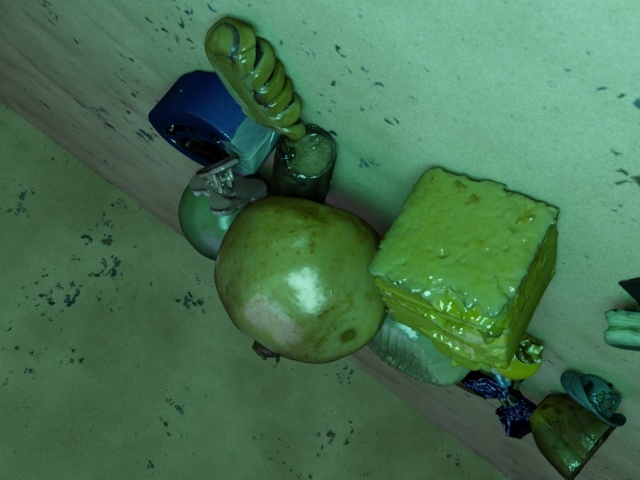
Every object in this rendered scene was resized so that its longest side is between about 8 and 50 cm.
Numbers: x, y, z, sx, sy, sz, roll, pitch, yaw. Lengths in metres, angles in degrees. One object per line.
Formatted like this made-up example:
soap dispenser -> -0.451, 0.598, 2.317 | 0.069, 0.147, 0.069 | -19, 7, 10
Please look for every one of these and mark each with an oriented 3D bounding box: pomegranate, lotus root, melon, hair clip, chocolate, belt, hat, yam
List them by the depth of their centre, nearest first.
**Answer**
pomegranate -> -0.039, 0.085, 1.062 | 0.338, 0.338, 0.338 | 32, 163, 11
hair clip -> -0.189, -0.104, 1.126 | 0.138, 0.123, 0.102 | -6, 110, 52
yam -> -0.041, -0.124, 1.165 | 0.131, 0.131, 0.280 | 34, 163, 5
belt -> -0.229, -0.241, 1.215 | 0.347, 0.117, 0.212 | 16, 154, 50
hat -> 0.607, 0.339, 1.258 | 0.138, 0.078, 0.191 | 43, -177, 4
lotus root -> 0.613, 0.471, 1.437 | 0.180, 0.188, 0.199 | 42, 171, 32
melon -> -0.236, -0.069, 1.474 | 0.308, 0.272, 0.272 | 14, 154, 37
chocolate -> 0.512, 0.431, 1.569 | 0.343, 0.148, 0.126 | 46, 178, -21

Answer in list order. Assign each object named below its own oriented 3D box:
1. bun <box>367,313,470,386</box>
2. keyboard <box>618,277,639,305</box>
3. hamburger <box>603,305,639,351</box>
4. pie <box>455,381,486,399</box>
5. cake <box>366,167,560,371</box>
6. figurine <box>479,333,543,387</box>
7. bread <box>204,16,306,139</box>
bun -> 0.193, 0.158, 1.284 | 0.362, 0.234, 0.326 | 24, 163, 40
keyboard -> 0.503, 0.065, 0.797 | 0.060, 0.018, 0.195 | 43, 164, -2
hamburger -> 0.504, 0.138, 0.871 | 0.133, 0.062, 0.140 | 15, 165, -24
pie -> 0.438, 0.393, 1.748 | 0.302, 0.067, 0.302 | 32, 163, 11
cake -> 0.240, 0.065, 0.940 | 0.222, 0.227, 0.286 | 24, 160, 30
figurine -> 0.411, 0.251, 1.337 | 0.185, 0.127, 0.234 | 39, 175, 15
bread -> -0.104, -0.267, 0.961 | 0.134, 0.081, 0.225 | 30, 165, 37
